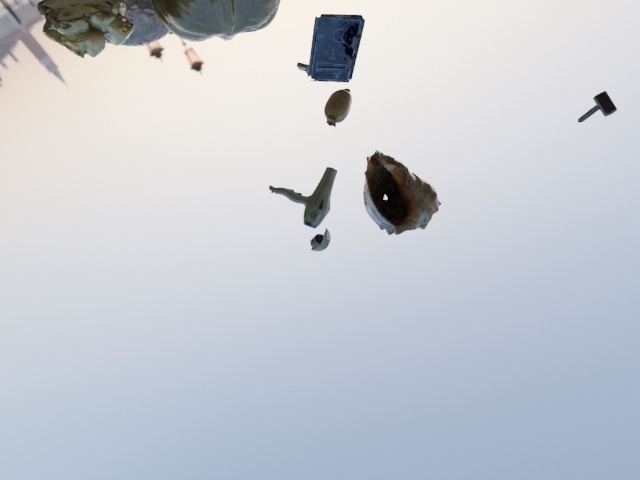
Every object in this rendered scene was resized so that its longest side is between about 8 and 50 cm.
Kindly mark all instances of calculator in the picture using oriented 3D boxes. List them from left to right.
[{"bbox_3d":[0.047,-0.644,1.505,0.166,0.274,0.028,-2,-116,-9],"label":"calculator"}]

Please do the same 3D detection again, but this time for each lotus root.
[{"bbox_3d":[0.050,-0.384,1.276,0.073,0.062,0.150,16,-117,12],"label":"lotus root"}]

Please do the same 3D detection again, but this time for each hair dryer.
[{"bbox_3d":[-0.044,-0.246,2.072,0.296,0.298,0.119,-50,-161,-9],"label":"hair dryer"},{"bbox_3d":[0.562,-0.264,0.914,0.026,0.083,0.047,-20,-101,-17],"label":"hair dryer"}]

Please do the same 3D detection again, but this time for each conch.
[{"bbox_3d":[0.262,-0.149,1.641,0.297,0.352,0.210,-53,-174,-38],"label":"conch"}]

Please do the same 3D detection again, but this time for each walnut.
[{"bbox_3d":[-0.231,-0.585,0.970,0.282,0.276,0.253,-15,-176,-37],"label":"walnut"}]

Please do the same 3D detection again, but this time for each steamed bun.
[{"bbox_3d":[-0.513,-0.478,0.995,0.178,0.106,0.192,35,-126,31],"label":"steamed bun"}]

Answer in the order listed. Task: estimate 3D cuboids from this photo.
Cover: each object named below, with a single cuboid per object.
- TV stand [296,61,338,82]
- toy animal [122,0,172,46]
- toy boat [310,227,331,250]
[{"bbox_3d":[-0.007,-0.768,2.022,0.249,0.036,0.042,25,-92,27],"label":"TV stand"},{"bbox_3d":[-0.488,-0.627,1.150,0.358,0.226,0.188,-44,-171,-9],"label":"toy animal"},{"bbox_3d":[0.000,0.000,1.810,0.172,0.066,0.065,-45,-158,59],"label":"toy boat"}]
